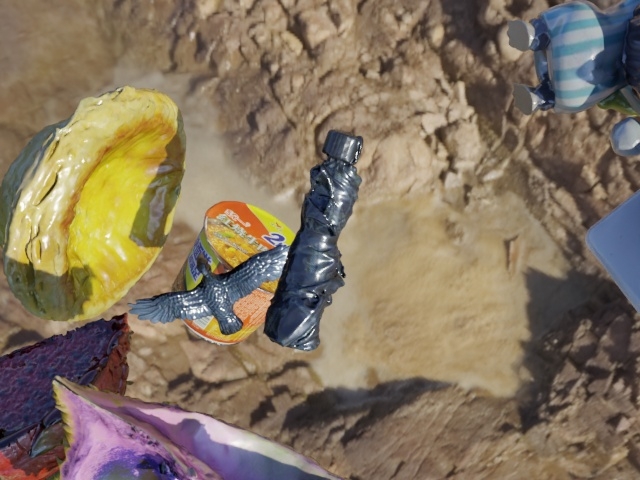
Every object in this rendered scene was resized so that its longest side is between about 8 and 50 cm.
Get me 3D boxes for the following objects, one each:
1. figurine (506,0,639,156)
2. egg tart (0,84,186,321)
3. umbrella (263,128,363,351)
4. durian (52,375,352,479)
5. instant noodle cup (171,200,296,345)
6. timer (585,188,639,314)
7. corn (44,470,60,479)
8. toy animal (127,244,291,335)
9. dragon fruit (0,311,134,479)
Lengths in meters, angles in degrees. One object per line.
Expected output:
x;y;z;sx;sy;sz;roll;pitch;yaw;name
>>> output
0.487;-0.239;1.073;0.362;0.266;0.377;-12;22;-2;figurine
-0.278;-0.051;0.943;0.128;0.319;0.319;24;65;12;egg tart
0.001;0.000;0.808;0.071;0.080;0.224;12;97;-21;umbrella
-0.047;0.203;0.559;0.260;0.153;0.187;39;35;29;durian
-0.147;0.065;1.369;0.213;0.174;0.213;28;32;-20;instant noodle cup
0.507;0.032;1.063;0.194;0.195;0.192;-41;44;18;timer
-0.275;0.273;0.872;0.072;0.203;0.072;21;44;-22;corn
-0.132;0.066;1.018;0.220;0.108;0.062;-19;44;-4;toy animal
-0.230;0.158;0.748;0.161;0.127;0.120;-25;45;-9;dragon fruit
